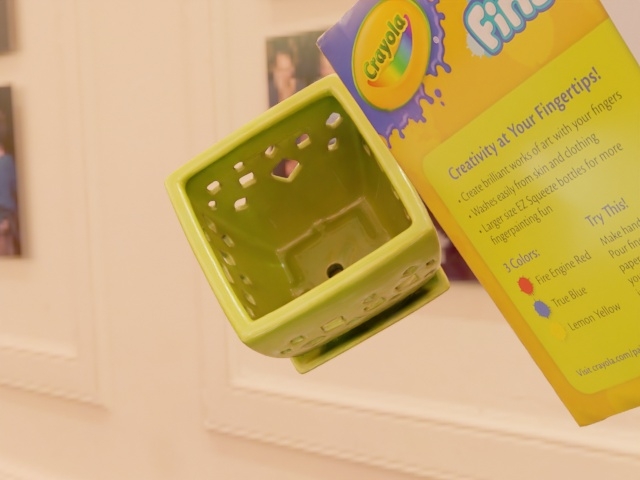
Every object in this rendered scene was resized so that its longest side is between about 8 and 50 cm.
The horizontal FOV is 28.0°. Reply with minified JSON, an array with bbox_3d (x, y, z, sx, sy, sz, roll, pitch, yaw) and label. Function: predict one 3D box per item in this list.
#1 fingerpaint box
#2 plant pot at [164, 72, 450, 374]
[{"bbox_3d":[0.248,-0.112,0.848,0.163,0.371,0.445,-34,-2,-34],"label":"fingerpaint box"},{"bbox_3d":[0.000,0.000,1.376,0.228,0.227,0.207,-31,-29,3],"label":"plant pot"}]
